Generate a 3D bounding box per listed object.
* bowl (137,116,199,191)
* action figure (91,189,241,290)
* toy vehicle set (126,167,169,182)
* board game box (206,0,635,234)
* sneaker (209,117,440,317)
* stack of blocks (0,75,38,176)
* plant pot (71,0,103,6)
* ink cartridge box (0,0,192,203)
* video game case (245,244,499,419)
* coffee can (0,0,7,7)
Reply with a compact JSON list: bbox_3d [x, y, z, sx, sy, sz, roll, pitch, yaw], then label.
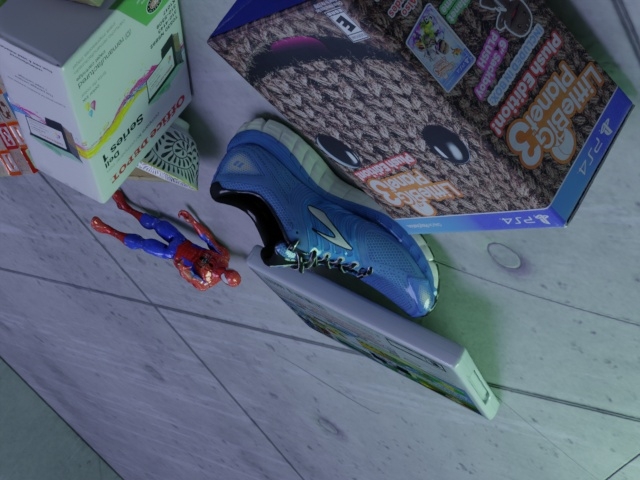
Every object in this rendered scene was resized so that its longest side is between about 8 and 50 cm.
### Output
[{"bbox_3d":[-0.228,-0.137,1.575,0.170,0.080,0.170,24,176,2],"label":"bowl"},{"bbox_3d":[-0.247,-0.007,1.835,0.280,0.091,0.139,27,162,22],"label":"action figure"},{"bbox_3d":[-0.330,-0.162,1.749,0.267,0.035,0.166,7,141,48],"label":"toy vehicle set"},{"bbox_3d":[0.086,-0.149,1.041,0.291,0.141,0.232,41,159,-23],"label":"board game box"},{"bbox_3d":[0.000,0.000,1.455,0.330,0.147,0.130,36,156,-1],"label":"sneaker"},{"bbox_3d":[-0.434,-0.190,1.696,0.297,0.087,0.171,0,121,51],"label":"stack of blocks"},{"bbox_3d":[-0.263,-0.305,1.217,0.109,0.096,0.109,14,180,8],"label":"plant pot"},{"bbox_3d":[-0.264,-0.206,1.384,0.117,0.201,0.278,29,154,15],"label":"ink cartridge box"},{"bbox_3d":[0.080,0.132,1.621,0.329,0.036,0.300,25,168,25],"label":"video game case"},{"bbox_3d":[-0.475,-0.303,1.413,0.202,0.275,0.201,30,154,16],"label":"coffee can"}]
